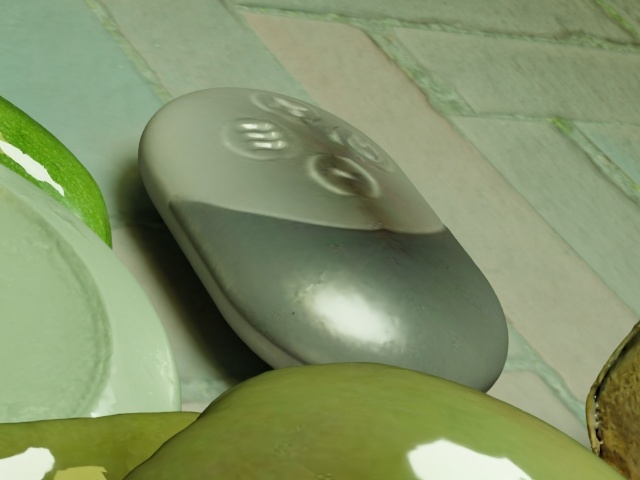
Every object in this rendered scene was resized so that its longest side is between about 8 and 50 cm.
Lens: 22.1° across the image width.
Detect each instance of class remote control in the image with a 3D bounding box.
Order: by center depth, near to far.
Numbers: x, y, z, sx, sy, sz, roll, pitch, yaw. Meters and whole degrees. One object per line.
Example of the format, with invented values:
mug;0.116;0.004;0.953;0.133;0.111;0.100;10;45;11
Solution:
remote control;0.000;0.000;1.134;0.221;0.103;0.332;2;39;-35

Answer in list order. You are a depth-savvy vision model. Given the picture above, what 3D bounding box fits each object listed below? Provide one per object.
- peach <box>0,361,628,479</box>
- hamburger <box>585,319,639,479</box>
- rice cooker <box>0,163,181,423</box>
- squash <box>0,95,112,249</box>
peach;-0.018;0.173;0.391;0.292;0.292;0.247;27;24;-2
hamburger;0.307;0.115;1.091;0.211;0.245;0.260;-9;5;-36
rice cooker;-0.209;0.093;0.614;0.288;0.277;0.288;22;27;-12
squash;-0.302;-0.083;1.010;0.395;0.107;0.107;24;28;-4
